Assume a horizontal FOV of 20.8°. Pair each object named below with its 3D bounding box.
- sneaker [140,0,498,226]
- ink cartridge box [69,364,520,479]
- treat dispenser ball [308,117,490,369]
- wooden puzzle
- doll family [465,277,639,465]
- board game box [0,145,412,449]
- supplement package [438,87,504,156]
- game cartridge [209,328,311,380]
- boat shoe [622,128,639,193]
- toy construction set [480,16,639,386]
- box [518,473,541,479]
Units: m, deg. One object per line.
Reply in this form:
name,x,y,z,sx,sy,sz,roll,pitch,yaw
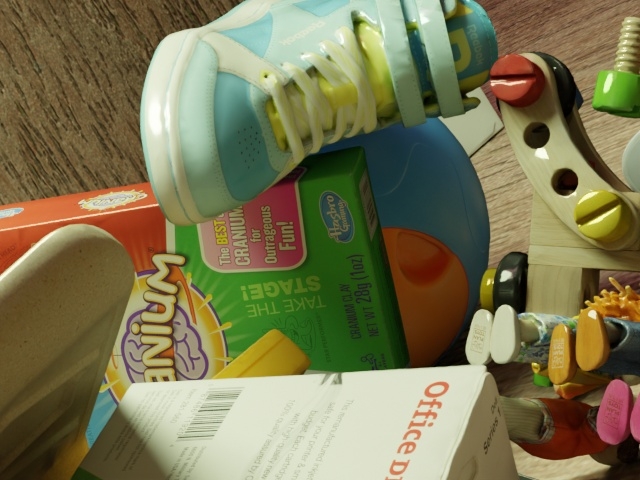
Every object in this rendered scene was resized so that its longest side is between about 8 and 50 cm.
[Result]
sneaker,0.010,-0.111,1.221,0.208,0.127,0.319,-6,24,19
ink cartridge box,-0.021,0.149,0.900,0.219,0.092,0.160,-4,32,25
treat dispenser ball,0.000,0.000,1.478,0.288,0.288,0.288,-32,11,7
wooden puzzle,-0.240,0.153,0.900,0.322,0.080,0.348,-45,-11,-25
doll family,0.195,0.070,1.006,0.163,0.118,0.263,8,-9,-28
board game box,-0.098,0.073,1.326,0.317,0.242,0.064,-9,19,13
supplement package,0.057,-0.182,2.140,0.204,0.262,0.145,-40,13,-29
game cartridge,-0.159,0.225,1.196,0.323,0.053,0.285,-55,-9,31
boat shoe,0.371,-0.102,1.421,0.258,0.095,0.084,-19,11,15
toy construction set,0.225,-0.006,1.180,0.309,0.258,0.237,55,-133,-86
box,0.009,0.232,1.029,0.257,0.079,0.322,-35,11,-16
